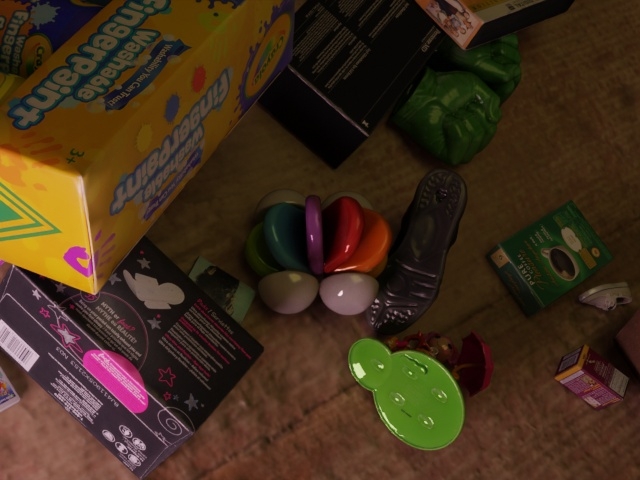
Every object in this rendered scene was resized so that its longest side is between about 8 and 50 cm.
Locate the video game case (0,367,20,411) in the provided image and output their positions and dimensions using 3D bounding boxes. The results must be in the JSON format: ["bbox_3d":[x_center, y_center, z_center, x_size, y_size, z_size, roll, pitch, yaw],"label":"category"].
[{"bbox_3d":[-0.385,0.138,1.198,0.087,0.011,0.122,-29,81,-38],"label":"video game case"}]

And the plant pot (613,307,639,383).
[{"bbox_3d":[0.536,0.174,1.600,0.230,0.215,0.215,41,50,15],"label":"plant pot"}]

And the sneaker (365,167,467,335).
[{"bbox_3d":[0.129,0.024,1.507,0.087,0.130,0.227,20,82,9],"label":"sneaker"}]

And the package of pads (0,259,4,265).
[{"bbox_3d":[-0.343,-0.011,1.277,0.032,0.050,0.083,41,52,-11],"label":"package of pads"}]

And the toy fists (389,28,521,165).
[{"bbox_3d":[0.217,-0.227,1.686,0.142,0.096,0.279,37,51,-9],"label":"toy fists"}]

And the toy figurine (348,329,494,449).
[{"bbox_3d":[0.145,0.161,1.446,0.173,0.130,0.159,35,34,22],"label":"toy figurine"}]

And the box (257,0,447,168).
[{"bbox_3d":[0.035,-0.255,1.593,0.184,0.103,0.261,40,52,-3],"label":"box"}]

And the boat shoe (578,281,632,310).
[{"bbox_3d":[0.420,0.085,1.671,0.100,0.035,0.035,-5,64,-39],"label":"boat shoe"}]

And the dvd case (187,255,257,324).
[{"bbox_3d":[-0.135,0.086,1.368,0.087,0.013,0.119,34,54,-10],"label":"dvd case"}]

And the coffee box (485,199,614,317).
[{"bbox_3d":[0.333,0.024,1.649,0.184,0.040,0.113,-29,81,-38],"label":"coffee box"}]

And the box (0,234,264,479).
[{"bbox_3d":[-0.213,0.104,1.218,0.247,0.163,0.142,44,49,-1],"label":"box"}]

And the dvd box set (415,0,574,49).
[{"bbox_3d":[0.177,-0.484,1.759,0.308,0.062,0.420,-26,69,-43],"label":"dvd box set"}]

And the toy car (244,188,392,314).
[{"bbox_3d":[0.000,0.000,1.399,0.182,0.136,0.159,2,63,-9],"label":"toy car"}]

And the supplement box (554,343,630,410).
[{"bbox_3d":[0.375,0.190,1.574,0.083,0.055,0.043,37,53,-8],"label":"supplement box"}]

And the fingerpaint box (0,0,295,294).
[{"bbox_3d":[-0.284,-0.194,1.223,0.371,0.163,0.445,20,46,16],"label":"fingerpaint box"}]
